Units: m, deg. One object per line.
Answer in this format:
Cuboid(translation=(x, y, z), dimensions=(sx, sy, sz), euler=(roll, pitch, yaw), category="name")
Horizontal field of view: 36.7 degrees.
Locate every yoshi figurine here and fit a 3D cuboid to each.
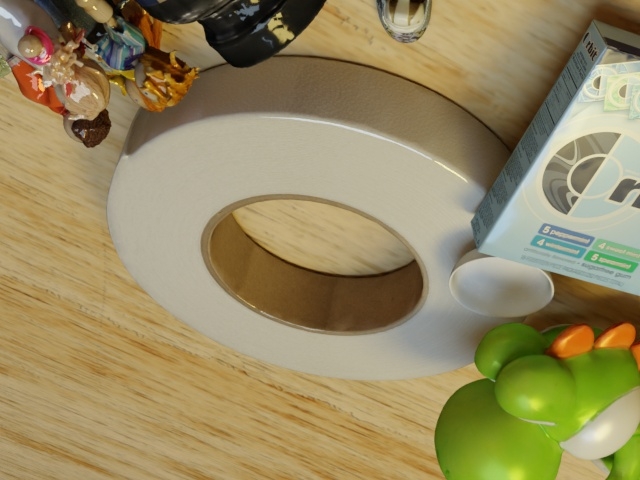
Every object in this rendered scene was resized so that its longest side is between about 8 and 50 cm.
Cuboid(translation=(0.235, 0.178, 0.874), dimensions=(0.362, 0.203, 0.203), euler=(25, 170, -38), category="yoshi figurine")

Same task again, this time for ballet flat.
Cuboid(translation=(0.057, -0.171, 0.657), dimensions=(0.041, 0.041, 0.114), euler=(11, 144, 6), category="ballet flat")

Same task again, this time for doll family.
Cuboid(translation=(-0.163, -0.146, 0.666), dimensions=(0.163, 0.118, 0.263), euler=(42, 172, -9), category="doll family")

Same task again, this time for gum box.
Cuboid(translation=(0.221, -0.050, 0.698), dimensions=(0.157, 0.041, 0.184), euler=(15, 128, -14), category="gum box")

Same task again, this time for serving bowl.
Cuboid(translation=(0.147, 0.029, 0.780), dimensions=(0.083, 0.027, 0.083), euler=(9, 143, 7), category="serving bowl")

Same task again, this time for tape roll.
Cuboid(translation=(0.000, 0.000, 0.876), dimensions=(0.392, 0.072, 0.392), euler=(9, 144, 7), category="tape roll")

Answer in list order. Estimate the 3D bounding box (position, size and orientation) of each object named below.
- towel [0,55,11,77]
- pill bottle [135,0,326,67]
Cuboid(translation=(-0.323, -0.180, 0.787), dimensions=(0.110, 0.027, 0.148), euler=(-11, 138, 32), category="towel")
Cuboid(translation=(-0.094, -0.212, 0.585), dimensions=(0.123, 0.122, 0.219), euler=(-19, 131, 37), category="pill bottle")
